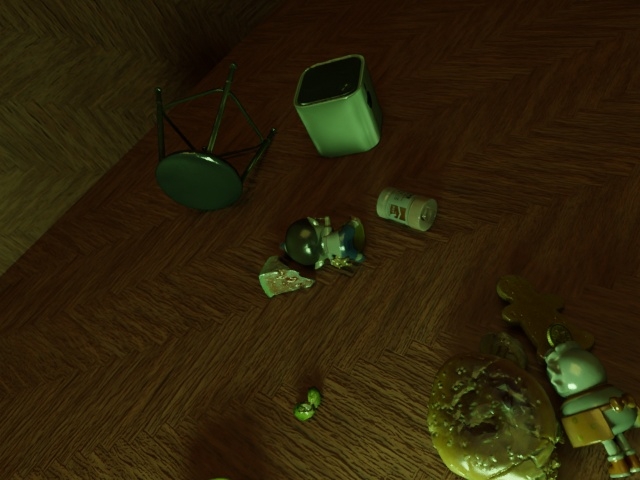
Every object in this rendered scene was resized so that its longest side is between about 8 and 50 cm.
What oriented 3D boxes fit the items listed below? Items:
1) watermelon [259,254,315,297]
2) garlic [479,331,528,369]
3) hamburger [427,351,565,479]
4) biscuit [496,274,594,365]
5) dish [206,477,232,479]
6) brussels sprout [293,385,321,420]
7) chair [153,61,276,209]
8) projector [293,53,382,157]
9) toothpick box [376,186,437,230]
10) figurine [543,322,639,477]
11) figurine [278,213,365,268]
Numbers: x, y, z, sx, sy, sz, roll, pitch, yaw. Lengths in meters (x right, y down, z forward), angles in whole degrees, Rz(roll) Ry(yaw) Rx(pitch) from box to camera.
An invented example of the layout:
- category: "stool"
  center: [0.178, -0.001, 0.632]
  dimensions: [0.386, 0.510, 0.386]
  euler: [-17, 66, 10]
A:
- category: "watermelon"
  center: [-0.113, 0.114, 1.339]
  dimensions: [0.158, 0.097, 0.121]
  euler: [30, 70, 36]
- category: "garlic"
  center: [0.401, 0.240, 0.988]
  dimensions: [0.074, 0.094, 0.113]
  euler: [-19, 36, -36]
- category: "hamburger"
  center: [0.334, 0.357, 0.885]
  dimensions: [0.243, 0.146, 0.286]
  euler: [-34, 46, 6]
- category: "biscuit"
  center: [0.483, 0.169, 1.012]
  dimensions: [0.158, 0.035, 0.240]
  euler: [-10, 43, -14]
- category: "dish"
  center: [-0.207, 0.642, 0.929]
  dimensions: [0.221, 0.108, 0.262]
  euler: [-38, 45, -7]
- category: "brussels sprout"
  center: [-0.029, 0.393, 1.092]
  dimensions: [0.051, 0.046, 0.083]
  euler: [26, 66, 32]
- category: "chair"
  center: [-0.421, -0.358, 1.722]
  dimensions: [0.365, 0.361, 0.409]
  euler: [-10, 54, 18]
- category: "projector"
  center: [0.071, -0.479, 1.635]
  dimensions: [0.249, 0.249, 0.248]
  euler: [-6, 52, 22]
- category: "toothpick box"
  center: [0.252, -0.094, 1.326]
  dimensions: [0.149, 0.098, 0.098]
  euler: [23, 66, 39]
- category: "figurine"
  center: [0.498, 0.284, 0.834]
  dimensions: [0.144, 0.143, 0.270]
  euler: [-13, 76, 16]
- category: "figurine"
  center: [-0.004, 0.002, 1.347]
  dimensions: [0.276, 0.160, 0.158]
  euler: [1, 13, 24]
